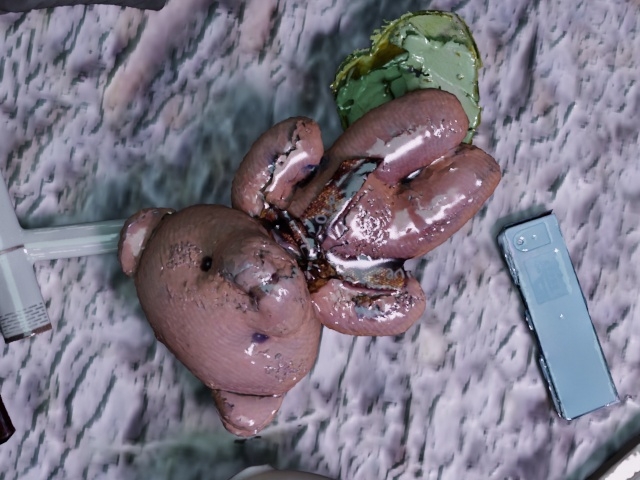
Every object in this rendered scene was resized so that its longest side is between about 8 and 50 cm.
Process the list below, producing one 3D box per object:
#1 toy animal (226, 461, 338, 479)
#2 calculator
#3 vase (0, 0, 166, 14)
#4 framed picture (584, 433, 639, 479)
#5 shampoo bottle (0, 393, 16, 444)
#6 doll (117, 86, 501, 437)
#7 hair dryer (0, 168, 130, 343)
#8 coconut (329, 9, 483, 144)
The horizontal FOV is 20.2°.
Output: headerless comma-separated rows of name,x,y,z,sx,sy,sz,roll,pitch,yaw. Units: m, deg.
toy animal,-0.033,0.313,1.370,0.212,0.212,0.267,35,57,-6
calculator,0.197,0.063,1.497,0.057,0.018,0.172,-20,92,-7
vase,-0.241,-0.208,1.402,0.237,0.115,0.115,-6,90,-14
framed picture,0.392,0.265,1.506,0.446,0.028,0.326,-40,95,-4
shampoo bottle,-0.316,0.038,1.382,0.104,0.104,0.278,-24,92,-8
doll,0.000,0.000,1.384,0.303,0.156,0.201,-36,94,3
hair dryer,-0.190,-0.018,1.438,0.183,0.044,0.155,-19,93,-13
coconut,0.074,-0.113,1.461,0.133,0.055,0.158,14,100,0
